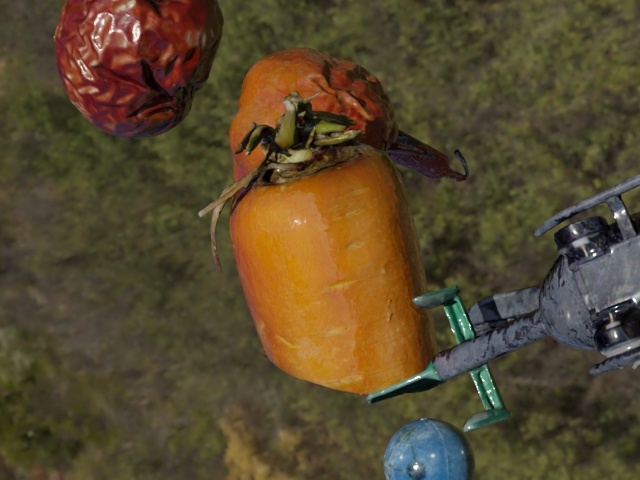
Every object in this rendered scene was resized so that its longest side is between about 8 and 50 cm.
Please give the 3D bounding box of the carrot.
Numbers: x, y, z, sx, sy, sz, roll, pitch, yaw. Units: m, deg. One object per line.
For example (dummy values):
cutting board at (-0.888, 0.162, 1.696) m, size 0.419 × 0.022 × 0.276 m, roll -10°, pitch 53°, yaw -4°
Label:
carrot at (0.000, 0.000, 1.420) m, size 0.193 × 0.214 × 0.331 m, roll -50°, pitch -47°, yaw -65°

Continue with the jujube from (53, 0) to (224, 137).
jujube at (-0.231, -0.243, 1.704) m, size 0.232 × 0.213 × 0.213 m, roll 114°, pitch 140°, yaw -50°

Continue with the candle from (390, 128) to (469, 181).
candle at (0.124, -0.115, 1.767) m, size 0.053 × 0.162 × 0.048 m, roll -36°, pitch 36°, yaw 47°

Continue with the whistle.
whistle at (0.105, 0.201, 1.217) m, size 0.090 × 0.090 × 0.158 m, roll 68°, pitch 160°, yaw -2°

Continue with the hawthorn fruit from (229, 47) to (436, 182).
hawthorn fruit at (0.021, -0.120, 1.610) m, size 0.207 × 0.243 × 0.207 m, roll 11°, pitch -90°, yaw -76°

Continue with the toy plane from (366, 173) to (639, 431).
toy plane at (0.181, 0.035, 0.844) m, size 0.155 × 0.382 × 0.106 m, roll 3°, pitch -117°, yaw -60°
